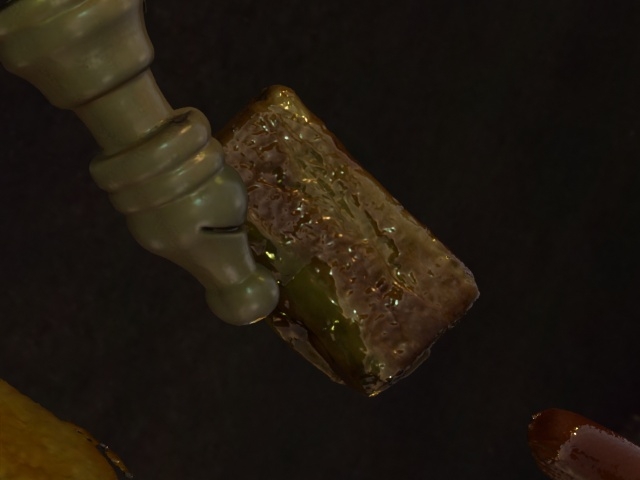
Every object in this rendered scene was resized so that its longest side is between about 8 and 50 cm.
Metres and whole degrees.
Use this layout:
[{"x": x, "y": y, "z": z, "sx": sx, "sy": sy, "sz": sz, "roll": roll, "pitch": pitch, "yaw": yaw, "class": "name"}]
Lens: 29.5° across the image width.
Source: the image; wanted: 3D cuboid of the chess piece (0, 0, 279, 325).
[{"x": -0.131, "y": -0.066, "z": 0.937, "sx": 0.307, "sy": 0.138, "sz": 0.124, "roll": 60, "pitch": 27, "yaw": -16, "class": "chess piece"}]

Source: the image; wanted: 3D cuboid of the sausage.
[{"x": 0.425, "y": 0.332, "z": 1.626, "sx": 0.094, "sy": 0.348, "sz": 0.097, "roll": -42, "pitch": -162, "yaw": 49, "class": "sausage"}]

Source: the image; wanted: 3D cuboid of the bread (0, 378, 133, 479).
[{"x": -0.300, "y": 0.185, "z": 0.645, "sx": 0.398, "sy": 0.398, "sz": 0.215, "roll": -21, "pitch": 134, "yaw": -67, "class": "bread"}]

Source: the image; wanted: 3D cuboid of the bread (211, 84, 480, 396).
[{"x": -0.003, "y": 0.003, "z": 1.300, "sx": 0.195, "sy": 0.344, "sz": 0.149, "roll": -42, "pitch": 179, "yaw": -11, "class": "bread"}]
